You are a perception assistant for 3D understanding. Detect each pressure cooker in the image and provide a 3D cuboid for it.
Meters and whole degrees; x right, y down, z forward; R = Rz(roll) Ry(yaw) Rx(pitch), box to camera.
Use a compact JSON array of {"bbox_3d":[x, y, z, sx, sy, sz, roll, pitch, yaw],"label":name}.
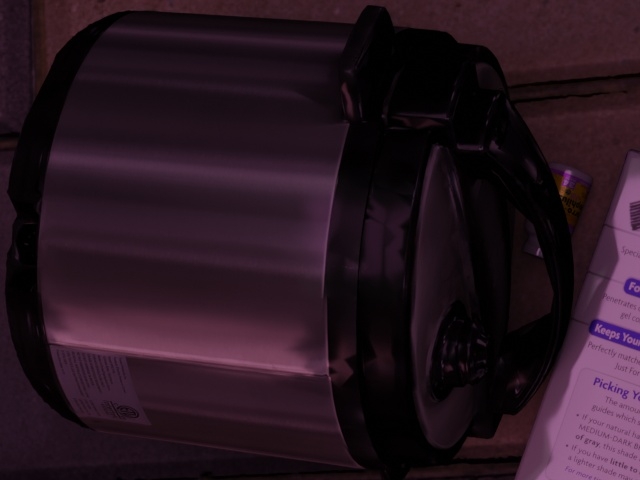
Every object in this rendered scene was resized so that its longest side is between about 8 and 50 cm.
[{"bbox_3d":[-0.002,0.005,1.593,0.420,0.370,0.375,6,88,19],"label":"pressure cooker"}]

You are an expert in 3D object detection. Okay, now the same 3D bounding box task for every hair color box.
[{"bbox_3d":[0.294,0.115,1.632,0.185,0.110,0.339,19,88,16],"label":"hair color box"}]

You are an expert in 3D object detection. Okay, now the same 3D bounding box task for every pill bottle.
[{"bbox_3d":[0.205,-0.024,1.708,0.043,0.043,0.083,21,89,17],"label":"pill bottle"}]
